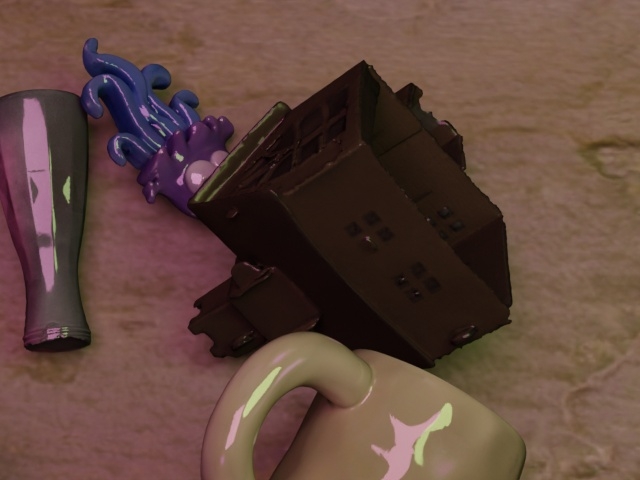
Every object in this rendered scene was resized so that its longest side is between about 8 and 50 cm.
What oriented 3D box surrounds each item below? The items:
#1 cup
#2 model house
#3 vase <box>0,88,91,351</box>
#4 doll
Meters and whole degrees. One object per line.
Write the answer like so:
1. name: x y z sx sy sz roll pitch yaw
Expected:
1. cup: 0.030 0.192 1.474 0.173 0.255 0.202 22 73 27
2. model house: 0.000 0.000 1.596 0.243 0.211 0.204 -33 25 23
3. vase: -0.230 -0.014 1.661 0.086 0.086 0.214 -8 76 2
4. doll: -0.135 -0.090 1.672 0.206 0.067 0.110 47 57 2
